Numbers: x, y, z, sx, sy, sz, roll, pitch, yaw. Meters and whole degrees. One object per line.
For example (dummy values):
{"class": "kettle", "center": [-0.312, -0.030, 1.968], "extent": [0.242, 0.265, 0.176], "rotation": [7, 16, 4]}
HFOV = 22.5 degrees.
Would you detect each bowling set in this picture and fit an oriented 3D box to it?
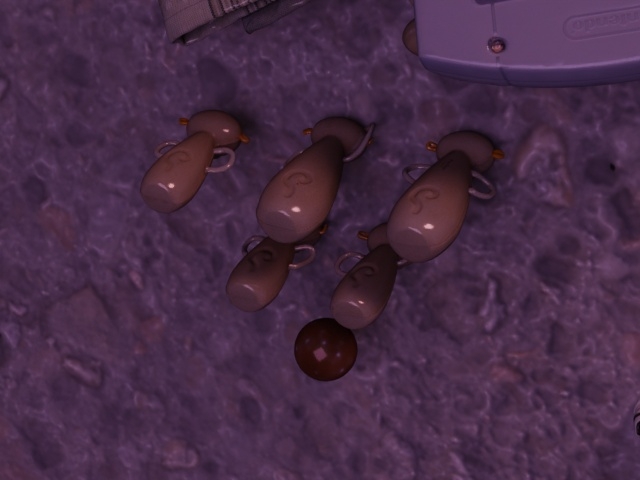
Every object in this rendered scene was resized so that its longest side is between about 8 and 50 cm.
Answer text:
{"class": "bowling set", "center": [0.000, 0.000, 1.352], "extent": [0.287, 0.154, 0.200], "rotation": [13, 129, 18]}

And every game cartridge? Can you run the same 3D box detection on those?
{"class": "game cartridge", "center": [0.210, -0.213, 1.164], "extent": [0.294, 0.060, 0.196], "rotation": [-7, 74, 15]}

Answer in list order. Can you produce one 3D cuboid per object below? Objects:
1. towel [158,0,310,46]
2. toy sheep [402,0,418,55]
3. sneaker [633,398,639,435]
{"class": "towel", "center": [-0.020, -0.336, 1.232], "extent": [0.312, 0.056, 0.324], "rotation": [-22, 70, 26]}
{"class": "toy sheep", "center": [0.120, -0.187, 1.255], "extent": [0.132, 0.091, 0.091], "rotation": [-34, 91, 22]}
{"class": "sneaker", "center": [0.303, 0.165, 1.308], "extent": [0.109, 0.044, 0.040], "rotation": [22, 111, 14]}
